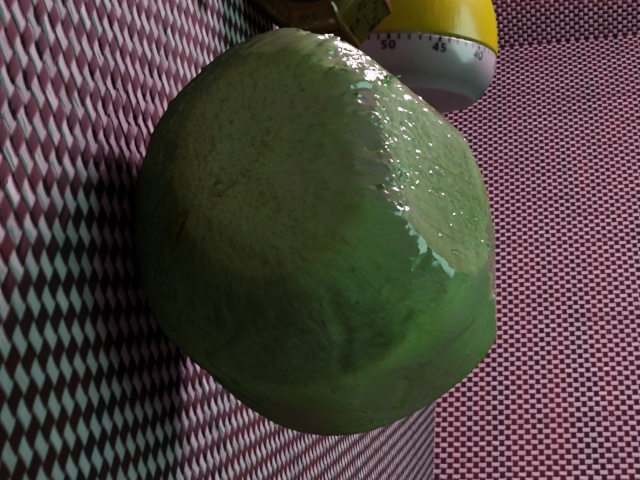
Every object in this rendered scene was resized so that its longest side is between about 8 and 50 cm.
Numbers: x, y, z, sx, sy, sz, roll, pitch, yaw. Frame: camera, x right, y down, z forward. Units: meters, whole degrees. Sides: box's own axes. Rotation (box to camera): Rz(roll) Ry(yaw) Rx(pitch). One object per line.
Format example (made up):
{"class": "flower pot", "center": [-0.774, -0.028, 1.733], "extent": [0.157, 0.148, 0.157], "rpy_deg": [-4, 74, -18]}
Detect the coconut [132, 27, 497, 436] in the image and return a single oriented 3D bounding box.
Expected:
{"class": "coconut", "center": [0.000, 0.000, 0.960], "extent": [0.328, 0.281, 0.328], "rpy_deg": [50, -2, 2]}

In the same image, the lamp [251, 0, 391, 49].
{"class": "lamp", "center": [0.002, -0.300, 1.382], "extent": [0.185, 0.161, 0.161], "rpy_deg": [9, 77, -76]}

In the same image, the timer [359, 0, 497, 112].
{"class": "timer", "center": [0.121, -0.327, 1.685], "extent": [0.285, 0.285, 0.285], "rpy_deg": [-4, 90, -79]}
